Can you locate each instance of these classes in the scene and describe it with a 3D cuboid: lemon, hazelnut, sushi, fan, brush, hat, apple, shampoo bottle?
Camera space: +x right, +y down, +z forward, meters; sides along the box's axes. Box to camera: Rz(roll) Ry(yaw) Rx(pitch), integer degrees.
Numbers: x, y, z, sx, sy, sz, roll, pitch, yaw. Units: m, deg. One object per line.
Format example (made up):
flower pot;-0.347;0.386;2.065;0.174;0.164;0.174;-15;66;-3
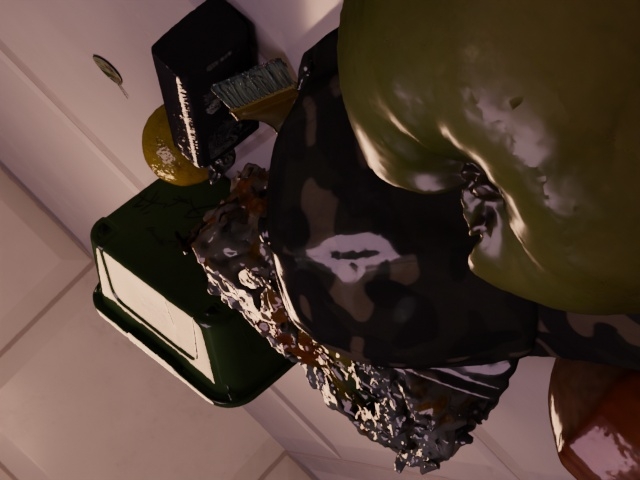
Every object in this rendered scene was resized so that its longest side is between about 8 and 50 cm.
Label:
lemon;-0.174;-0.124;1.817;0.109;0.109;0.133;43;158;5
hazelnut;0.290;0.145;1.191;0.214;0.176;0.214;30;-159;-13
sushi;0.032;0.075;1.556;0.417;0.176;0.417;43;171;9
fan;-0.296;-0.235;2.034;0.080;0.003;0.060;48;165;-14
brush;-0.035;-0.120;1.565;0.218;0.083;0.010;52;-158;-49
hat;0.112;-0.004;1.042;0.382;0.257;0.366;-146;36;-71
apple;0.153;-0.102;0.750;0.292;0.254;0.292;36;160;15
shampoo bottle;-0.125;-0.156;1.615;0.071;0.098;0.309;44;166;14

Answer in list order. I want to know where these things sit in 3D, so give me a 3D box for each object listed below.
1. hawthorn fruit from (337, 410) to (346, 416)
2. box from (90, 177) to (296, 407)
hawthorn fruit;0.075;0.171;1.916;0.148;0.148;0.172;47;152;-13
box;-0.151;0.046;1.989;0.329;0.253;0.177;34;149;30
